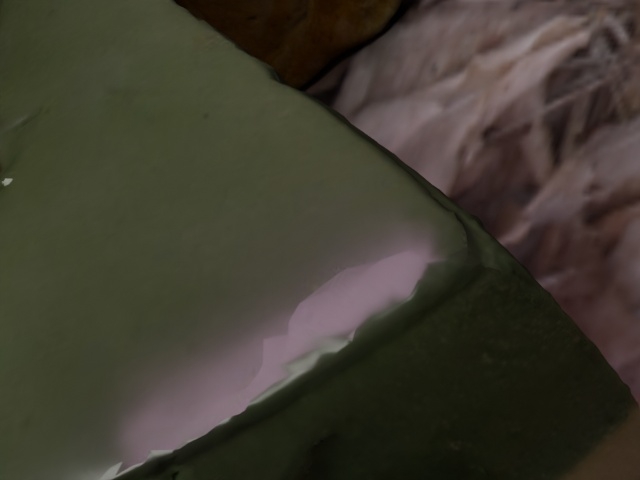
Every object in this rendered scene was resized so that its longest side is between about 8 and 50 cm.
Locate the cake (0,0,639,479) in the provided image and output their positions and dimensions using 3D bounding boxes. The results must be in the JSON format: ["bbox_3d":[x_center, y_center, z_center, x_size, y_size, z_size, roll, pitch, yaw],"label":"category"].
[{"bbox_3d":[-0.002,-0.003,0.580,0.172,0.158,0.283,-20,45,17],"label":"cake"}]

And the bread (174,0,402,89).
[{"bbox_3d":[-0.060,-0.136,0.749,0.158,0.149,0.143,-31,49,24],"label":"bread"}]
